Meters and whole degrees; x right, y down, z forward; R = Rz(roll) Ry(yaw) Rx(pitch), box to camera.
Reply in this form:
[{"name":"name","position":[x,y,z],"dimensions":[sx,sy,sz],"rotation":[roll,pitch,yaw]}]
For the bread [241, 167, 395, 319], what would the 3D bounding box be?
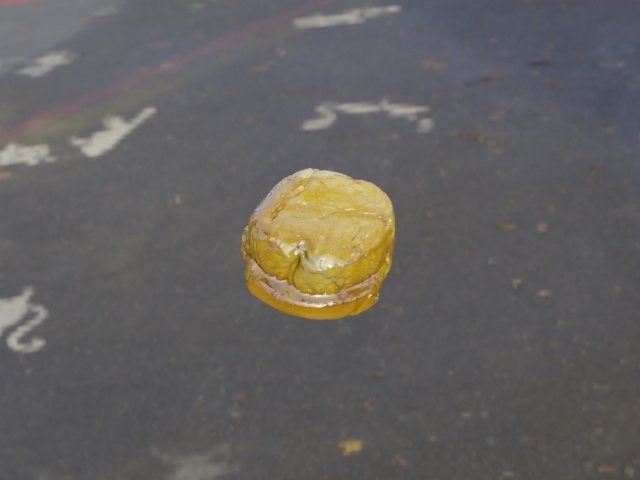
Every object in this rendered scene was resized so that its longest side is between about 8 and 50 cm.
[{"name":"bread","position":[0.000,0.000,0.686],"dimensions":[0.081,0.046,0.083],"rotation":[-4,51,-13]}]
